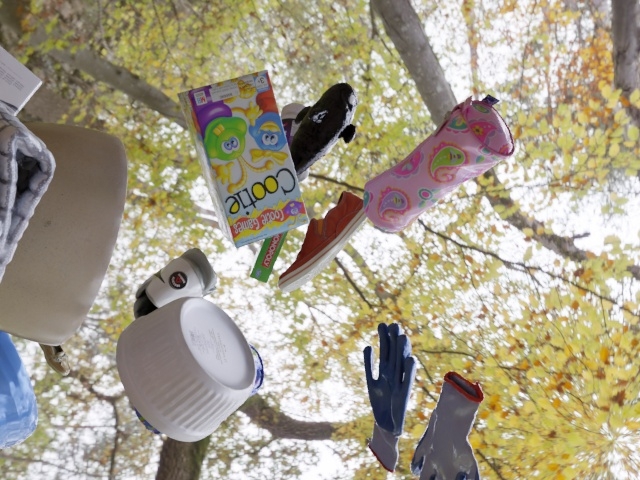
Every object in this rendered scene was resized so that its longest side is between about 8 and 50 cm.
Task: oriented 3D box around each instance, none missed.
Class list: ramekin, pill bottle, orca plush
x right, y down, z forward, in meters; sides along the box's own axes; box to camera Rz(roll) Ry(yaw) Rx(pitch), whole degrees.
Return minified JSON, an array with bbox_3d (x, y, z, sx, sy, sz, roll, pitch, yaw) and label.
[{"bbox_3d":[-0.190,0.182,0.889,0.109,0.207,0.207,-36,-119,16],"label":"ramekin"},{"bbox_3d":[-0.072,-0.249,1.496,0.108,0.108,0.193,-8,-122,24],"label":"pill bottle"},{"bbox_3d":[-0.026,-0.250,1.285,0.287,0.102,0.151,-40,-118,-5],"label":"orca plush"}]

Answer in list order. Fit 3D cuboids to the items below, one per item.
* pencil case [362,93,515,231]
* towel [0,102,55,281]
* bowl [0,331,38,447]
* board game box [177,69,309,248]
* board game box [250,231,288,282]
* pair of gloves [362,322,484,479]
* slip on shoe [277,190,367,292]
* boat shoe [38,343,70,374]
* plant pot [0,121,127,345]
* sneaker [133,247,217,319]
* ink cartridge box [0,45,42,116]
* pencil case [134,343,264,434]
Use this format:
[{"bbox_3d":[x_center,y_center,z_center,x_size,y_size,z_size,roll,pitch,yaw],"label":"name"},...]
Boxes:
[{"bbox_3d":[0.192,-0.124,1.009,0.284,0.124,0.124,-40,-125,45],"label":"pencil case"},{"bbox_3d":[-0.317,0.012,0.398,0.235,0.121,0.283,35,-81,41],"label":"towel"},{"bbox_3d":[-0.633,0.191,0.989,0.391,0.077,0.391,17,-57,29],"label":"bowl"},{"bbox_3d":[-0.140,-0.147,1.058,0.142,0.275,0.144,-20,-163,-16],"label":"board game box"},{"bbox_3d":[-0.114,-0.023,1.486,0.046,0.317,0.213,21,-86,-7],"label":"board game box"},{"bbox_3d":[0.092,0.172,0.564,0.198,0.023,0.159,-145,-124,-59],"label":"pair of gloves"},{"bbox_3d":[0.000,0.000,1.426,0.101,0.123,0.331,40,-118,6],"label":"slip on shoe"},{"bbox_3d":[-0.751,0.310,1.675,0.048,0.056,0.153,-36,-103,6],"label":"boat shoe"},{"bbox_3d":[-0.387,-0.027,0.720,0.284,0.191,0.284,-24,-122,45],"label":"plant pot"},{"bbox_3d":[-0.312,0.119,1.183,0.146,0.330,0.122,-33,-99,-27],"label":"sneaker"},{"bbox_3d":[-0.603,-0.198,1.003,0.172,0.100,0.237,-23,-142,35],"label":"ink cartridge box"},{"bbox_3d":[-0.268,0.331,1.306,0.306,0.119,0.133,-27,-139,17],"label":"pencil case"}]
